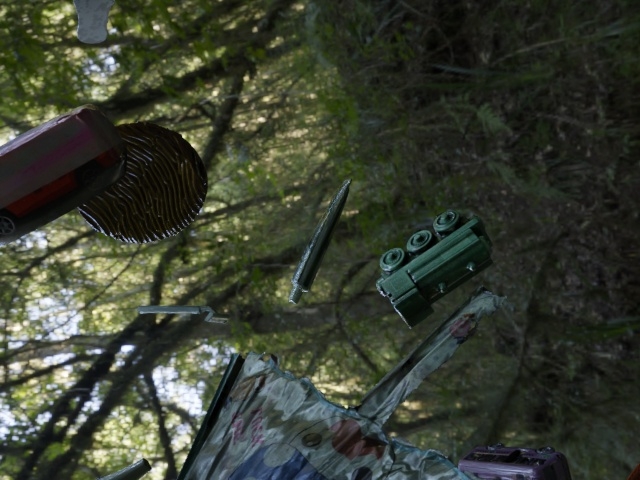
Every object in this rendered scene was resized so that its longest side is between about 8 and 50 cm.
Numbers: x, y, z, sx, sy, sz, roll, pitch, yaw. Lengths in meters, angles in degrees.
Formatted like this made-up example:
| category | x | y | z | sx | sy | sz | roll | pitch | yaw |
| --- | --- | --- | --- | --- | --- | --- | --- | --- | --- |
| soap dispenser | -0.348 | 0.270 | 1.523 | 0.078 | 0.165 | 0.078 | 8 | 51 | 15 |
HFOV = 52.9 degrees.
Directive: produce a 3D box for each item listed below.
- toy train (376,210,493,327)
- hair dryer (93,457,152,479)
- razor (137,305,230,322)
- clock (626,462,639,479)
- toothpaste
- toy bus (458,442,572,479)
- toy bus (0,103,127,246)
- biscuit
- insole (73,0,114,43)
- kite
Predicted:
| category | x | y | z | sx | sy | sz | roll | pitch | yaw |
| --- | --- | --- | --- | --- | --- | --- | --- | --- | --- |
| toy train | 0.156 | 0.033 | 0.866 | 0.071 | 0.170 | 0.111 | 52 | -174 | -33 |
| hair dryer | -0.419 | 0.478 | 1.264 | 0.067 | 0.167 | 0.199 | 53 | 159 | 17 |
| razor | -0.315 | 0.158 | 1.446 | 0.084 | 0.211 | 0.035 | 31 | -115 | -69 |
| clock | 0.340 | 0.185 | 0.554 | 0.051 | 0.205 | 0.205 | 47 | -164 | 21 |
| toothpaste | 0.000 | 0.000 | 0.963 | 0.204 | 0.032 | 0.049 | -66 | 10 | -2 |
| toy bus | 0.334 | 0.409 | 1.109 | 0.098 | 0.178 | 0.086 | -9 | -94 | -43 |
| toy bus | -0.488 | -0.117 | 1.127 | 0.147 | 0.303 | 0.127 | 63 | -178 | -23 |
| biscuit | -0.430 | -0.131 | 1.542 | 0.040 | 0.318 | 0.318 | -117 | 3 | -57 |
| insole | -0.375 | -0.383 | 1.064 | 0.065 | 0.193 | 0.006 | -5 | -105 | -23 |
| kite | 0.005 | 0.147 | 0.425 | 0.368 | 0.406 | 0.014 | -39 | -66 | -22 |
